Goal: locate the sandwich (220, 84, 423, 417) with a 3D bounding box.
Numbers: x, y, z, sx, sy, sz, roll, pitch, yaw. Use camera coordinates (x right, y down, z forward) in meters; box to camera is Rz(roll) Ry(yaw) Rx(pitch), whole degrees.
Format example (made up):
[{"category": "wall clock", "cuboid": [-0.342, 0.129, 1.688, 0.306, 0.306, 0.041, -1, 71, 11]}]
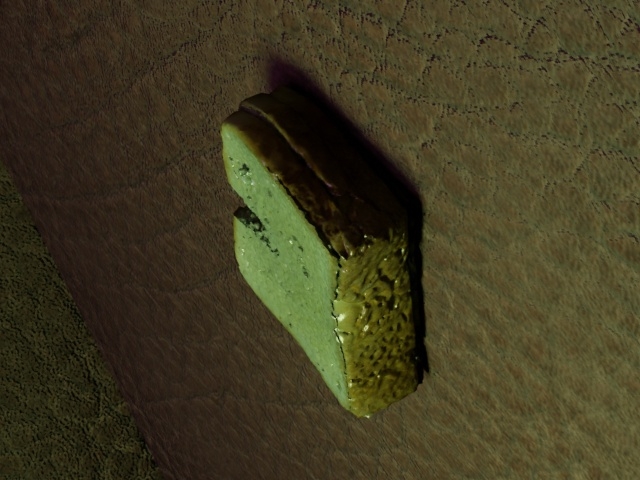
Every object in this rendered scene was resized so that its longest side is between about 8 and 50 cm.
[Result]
[{"category": "sandwich", "cuboid": [-0.001, 0.001, 1.900, 0.249, 0.095, 0.273, 50, 159, 35]}]
